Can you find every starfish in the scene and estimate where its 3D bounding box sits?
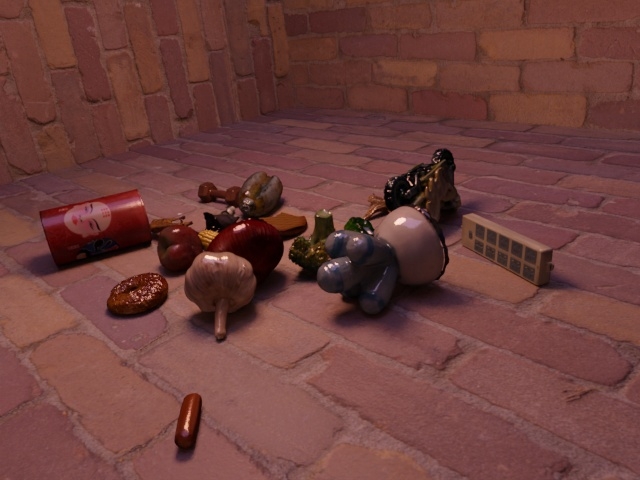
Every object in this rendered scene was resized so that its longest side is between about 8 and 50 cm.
[{"bbox_3d":[0.265,-0.127,2.032,0.235,0.062,0.277,19,29,34],"label":"starfish"}]

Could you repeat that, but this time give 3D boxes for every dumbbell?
[{"bbox_3d":[-0.430,-0.199,2.317,0.231,0.092,0.082,11,-1,35],"label":"dumbbell"}]

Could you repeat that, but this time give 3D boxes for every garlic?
[{"bbox_3d":[-0.270,0.153,1.404,0.199,0.199,0.226,-5,49,3],"label":"garlic"}]

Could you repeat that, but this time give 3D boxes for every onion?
[{"bbox_3d":[-0.214,0.039,1.569,0.248,0.248,0.161,-26,56,-38],"label":"onion"}]

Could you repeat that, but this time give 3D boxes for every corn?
[{"bbox_3d":[-0.319,0.025,1.781,0.081,0.081,0.248,-26,31,-38],"label":"corn"}]

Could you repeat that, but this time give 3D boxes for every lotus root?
[{"bbox_3d":[-0.253,-0.167,2.146,0.158,0.140,0.322,21,34,2],"label":"lotus root"}]

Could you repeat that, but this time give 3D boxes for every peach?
[{"bbox_3d":[-0.454,0.023,1.760,0.152,0.152,0.152,-5,24,2],"label":"peach"}]

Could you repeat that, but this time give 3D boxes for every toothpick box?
[{"bbox_3d":[-0.799,-0.050,1.926,0.333,0.204,0.204,-18,26,-22],"label":"toothpick box"}]

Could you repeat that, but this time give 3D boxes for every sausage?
[{"bbox_3d":[-0.261,0.356,1.061,0.039,0.041,0.131,-2,24,-3],"label":"sausage"}]

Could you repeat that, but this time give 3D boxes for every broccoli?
[{"bbox_3d":[0.000,0.000,1.621,0.219,0.194,0.194,-14,24,-32],"label":"broccoli"}]

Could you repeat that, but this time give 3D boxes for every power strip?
[{"bbox_3d":[0.523,0.015,1.557,0.043,0.106,0.367,-12,23,-20],"label":"power strip"}]

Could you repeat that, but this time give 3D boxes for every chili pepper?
[{"bbox_3d":[0.155,-0.011,1.748,0.099,0.083,0.253,-9,25,-28],"label":"chili pepper"}]

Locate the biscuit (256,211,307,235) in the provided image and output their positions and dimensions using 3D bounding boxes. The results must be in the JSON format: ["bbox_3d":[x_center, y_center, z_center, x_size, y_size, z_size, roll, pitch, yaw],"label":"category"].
[{"bbox_3d":[-0.158,-0.060,1.943,0.228,0.031,0.176,5,24,-10],"label":"biscuit"}]

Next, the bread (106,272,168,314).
[{"bbox_3d":[-0.536,0.152,1.575,0.193,0.064,0.193,-8,25,4],"label":"bread"}]

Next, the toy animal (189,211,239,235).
[{"bbox_3d":[-0.386,-0.071,1.978,0.121,0.117,0.210,-3,25,23],"label":"toy animal"}]

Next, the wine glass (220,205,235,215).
[{"bbox_3d":[-0.372,-0.115,2.166,0.042,0.039,0.083,-10,20,14],"label":"wine glass"}]

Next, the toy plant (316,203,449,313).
[{"bbox_3d":[0.141,0.058,1.424,0.332,0.247,0.247,-22,28,-24],"label":"toy plant"}]

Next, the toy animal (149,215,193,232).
[{"bbox_3d":[-0.566,-0.059,2.006,0.149,0.054,0.275,-11,8,-20],"label":"toy animal"}]

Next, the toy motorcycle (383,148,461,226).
[{"bbox_3d":[0.360,-0.158,1.843,0.168,0.237,0.410,-3,21,47],"label":"toy motorcycle"}]
